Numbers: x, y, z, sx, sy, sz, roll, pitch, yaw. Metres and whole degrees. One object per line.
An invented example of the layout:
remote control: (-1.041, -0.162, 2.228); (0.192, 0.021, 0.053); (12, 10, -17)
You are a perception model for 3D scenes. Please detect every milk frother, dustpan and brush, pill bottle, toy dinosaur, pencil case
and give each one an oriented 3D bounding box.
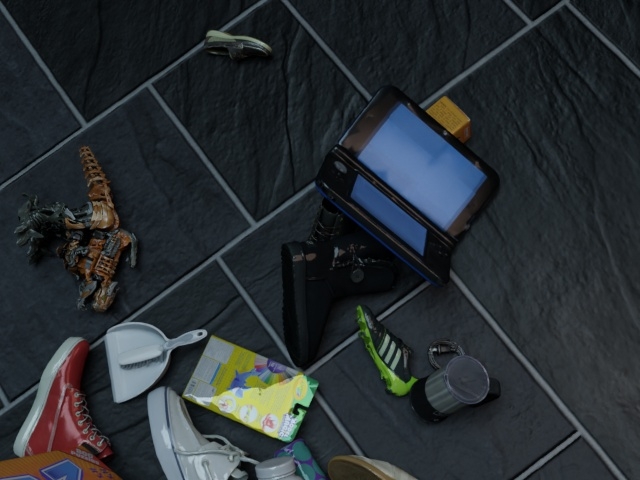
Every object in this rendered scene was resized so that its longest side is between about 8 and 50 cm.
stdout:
milk frother: (0.227, 0.224, 1.716); (0.129, 0.135, 0.143); (-8, 70, -28)
dustpan and brush: (-0.304, 0.205, 1.860); (0.211, 0.060, 0.147); (-16, 68, 4)
pill bottle: (-0.059, 0.445, 1.659); (0.087, 0.087, 0.160); (-13, 91, 6)
toy dinosaur: (-0.466, -0.019, 1.953); (0.219, 0.164, 0.321); (-1, 51, -5)
pencil case: (-0.017, 0.417, 1.725); (0.064, 0.070, 0.151); (-37, 69, 4)

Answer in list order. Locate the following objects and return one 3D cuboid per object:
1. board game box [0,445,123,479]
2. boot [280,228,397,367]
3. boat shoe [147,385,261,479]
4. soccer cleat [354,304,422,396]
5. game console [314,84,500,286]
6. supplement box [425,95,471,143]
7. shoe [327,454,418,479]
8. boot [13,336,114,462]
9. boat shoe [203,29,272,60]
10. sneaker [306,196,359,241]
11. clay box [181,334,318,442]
board game box: (-0.432, 0.581, 1.542); (0.356, 0.356, 0.356); (34, 98, 19)
boot: (0.038, 0.101, 1.807); (0.207, 0.094, 0.246); (-8, 109, -19)
boat shoe: (-0.174, 0.405, 1.725); (0.157, 0.136, 0.367); (-24, 71, 1)
soccer cleat: (0.119, 0.189, 1.777); (0.072, 0.060, 0.178); (-26, 91, -13)
game console: (0.163, -0.102, 1.770); (0.293, 0.250, 0.173); (38, 112, -8)
supplement box: (0.177, -0.165, 1.899); (0.233, 0.078, 0.080); (-43, 69, -6)
shoe: (0.115, 0.424, 1.713); (0.219, 0.058, 0.076); (21, 106, 21)
boot: (-0.434, 0.311, 1.836); (0.176, 0.088, 0.244); (18, 83, 16)
boat shoe: (-0.172, -0.394, 2.062); (0.152, 0.056, 0.049); (15, 78, 25)
sneaker: (0.000, 0.000, 1.848); (0.083, 0.118, 0.222); (25, 76, 18)
clay box: (-0.122, 0.272, 1.807); (0.222, 0.053, 0.127); (21, 75, 16)
